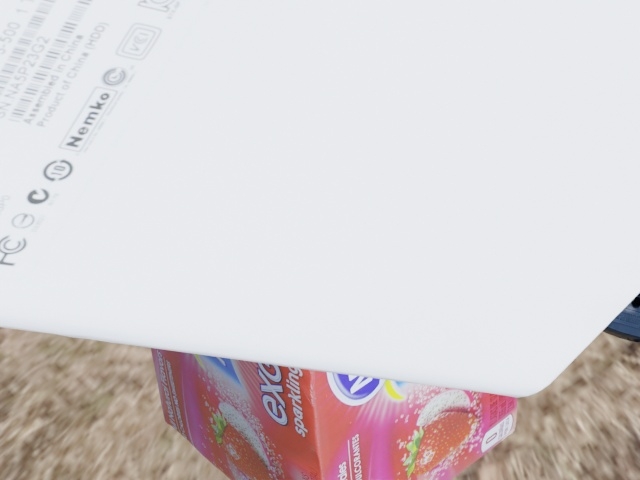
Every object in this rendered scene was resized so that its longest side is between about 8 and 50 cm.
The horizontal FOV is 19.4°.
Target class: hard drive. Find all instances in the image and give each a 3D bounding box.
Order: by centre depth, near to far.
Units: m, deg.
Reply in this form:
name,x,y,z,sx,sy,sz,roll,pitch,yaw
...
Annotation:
name,x,y,z,sx,sy,sz,roll,pitch,yaw
hard drive,-0.009,-0.042,0.519,0.308,0.040,0.203,10,135,-33

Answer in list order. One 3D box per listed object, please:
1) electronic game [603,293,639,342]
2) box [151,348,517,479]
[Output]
name,x,y,z,sx,sy,sz,roll,pitch,yaw
electronic game,0.250,-0.029,1.368,0.229,0.048,0.229,0,63,0
box,0.000,0.000,0.804,0.123,0.256,0.128,-33,50,-26
